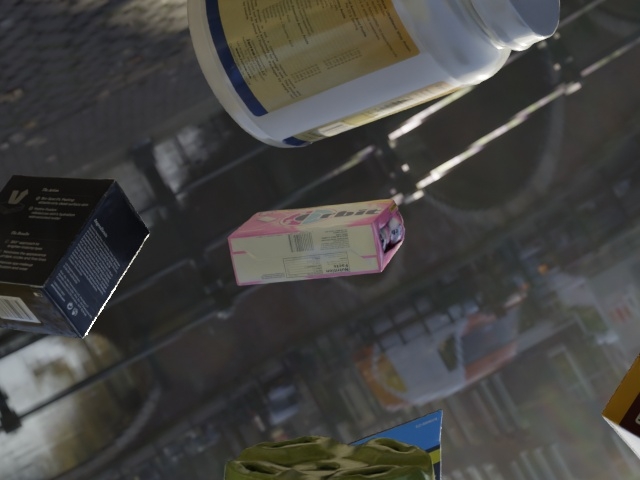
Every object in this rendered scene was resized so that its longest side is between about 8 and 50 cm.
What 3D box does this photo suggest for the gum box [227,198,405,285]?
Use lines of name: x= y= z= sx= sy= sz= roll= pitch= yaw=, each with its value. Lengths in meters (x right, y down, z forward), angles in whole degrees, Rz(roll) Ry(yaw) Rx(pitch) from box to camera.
gum box: x=0.000 y=0.000 z=1.426 sx=0.188 sy=0.062 sz=0.107 roll=-5 pitch=-165 yaw=19

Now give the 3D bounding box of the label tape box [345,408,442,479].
label tape box: x=0.052 y=0.383 z=1.789 sx=0.241 sy=0.106 sz=0.333 roll=-17 pitch=125 yaw=-21

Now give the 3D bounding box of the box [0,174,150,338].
box: x=-0.299 y=0.014 z=1.331 sx=0.156 sy=0.093 sz=0.158 roll=4 pitch=-129 yaw=32

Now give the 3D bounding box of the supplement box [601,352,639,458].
supplement box: x=0.394 y=0.180 z=1.125 sx=0.129 sy=0.194 sz=0.191 roll=-56 pitch=146 yaw=-6

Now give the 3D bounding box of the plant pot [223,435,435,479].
plant pot: x=0.011 y=0.310 z=1.057 sx=0.276 sy=0.253 sz=0.276 roll=-1 pitch=-177 yaw=0

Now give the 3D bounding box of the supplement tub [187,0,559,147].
supplement tub: x=0.053 y=-0.239 z=1.204 sx=0.316 sy=0.228 sz=0.228 roll=-17 pitch=179 yaw=30
